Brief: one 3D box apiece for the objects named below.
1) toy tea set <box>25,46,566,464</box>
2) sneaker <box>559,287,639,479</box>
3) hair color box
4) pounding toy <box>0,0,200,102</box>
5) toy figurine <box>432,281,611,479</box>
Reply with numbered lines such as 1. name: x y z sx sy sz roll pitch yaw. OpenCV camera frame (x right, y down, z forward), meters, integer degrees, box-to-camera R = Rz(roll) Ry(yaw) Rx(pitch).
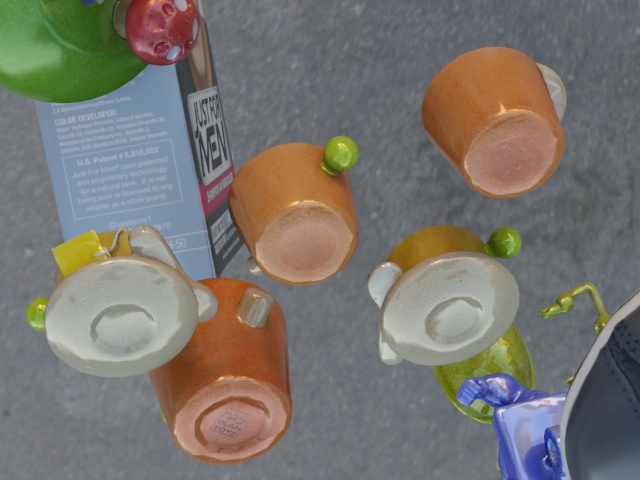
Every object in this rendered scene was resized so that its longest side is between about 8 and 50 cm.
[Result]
1. toy tea set: 0.000 0.000 0.801 0.336 0.124 0.200 -25 129 4
2. sneaker: 0.198 0.035 0.405 0.321 0.127 0.126 -33 93 33
3. hair color box: -0.153 -0.156 1.028 0.114 0.185 0.374 -10 99 5
4. pounding toy: -0.126 -0.196 0.834 0.110 0.183 0.236 18 85 44
5. toy figurine: 0.203 0.163 1.075 0.191 0.362 0.217 -14 155 2
